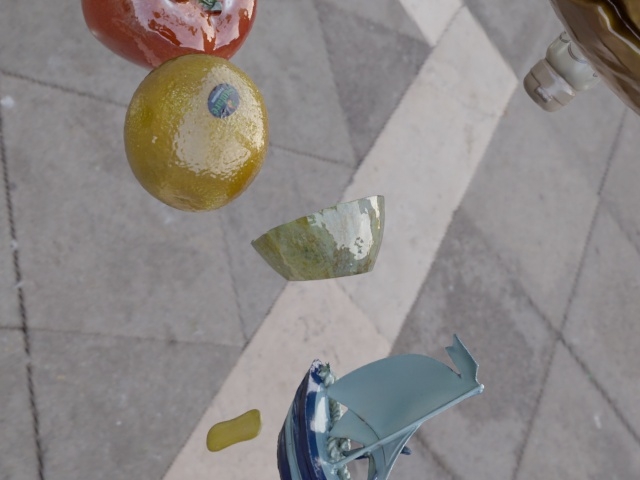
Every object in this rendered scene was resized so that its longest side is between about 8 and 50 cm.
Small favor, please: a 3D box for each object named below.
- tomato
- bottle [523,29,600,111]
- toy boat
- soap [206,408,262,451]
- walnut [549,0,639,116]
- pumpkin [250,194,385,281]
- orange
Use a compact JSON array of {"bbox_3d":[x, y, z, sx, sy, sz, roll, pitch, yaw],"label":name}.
[{"bbox_3d":[-0.301,-0.486,2.040,0.341,0.273,0.341,2,87,-37],"label":"tomato"},{"bbox_3d":[0.407,-0.290,1.610,0.097,0.209,0.110,46,23,0],"label":"bottle"},{"bbox_3d":[0.058,0.223,1.199,0.070,0.292,0.210,30,58,-40],"label":"toy boat"},{"bbox_3d":[-0.093,0.205,1.121,0.012,0.089,0.034,27,51,-38],"label":"soap"},{"bbox_3d":[0.268,-0.195,0.751,0.336,0.209,0.209,56,39,-16],"label":"walnut"},{"bbox_3d":[0.011,0.013,1.597,0.217,0.217,0.110,-18,87,-51],"label":"pumpkin"},{"bbox_3d":[-0.184,-0.159,1.554,0.236,0.236,0.236,26,52,-38],"label":"orange"}]
